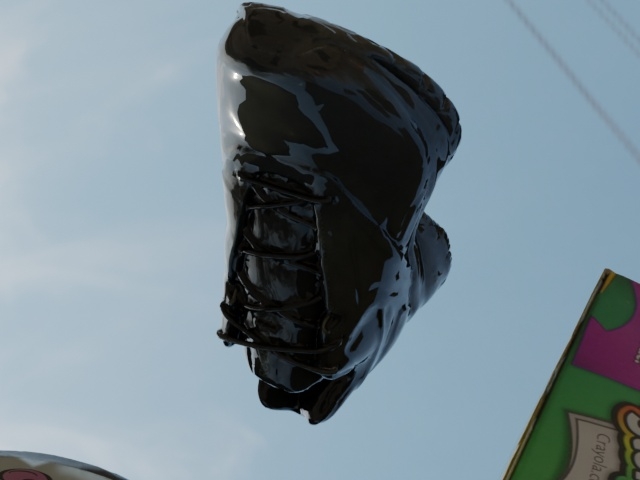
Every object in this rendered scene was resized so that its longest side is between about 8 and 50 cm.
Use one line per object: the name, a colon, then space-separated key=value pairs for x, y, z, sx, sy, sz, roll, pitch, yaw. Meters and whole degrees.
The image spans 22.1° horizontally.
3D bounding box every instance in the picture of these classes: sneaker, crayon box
sneaker: x=0.000 y=0.000 z=0.790 sx=0.109 sy=0.286 sz=0.130 roll=19 pitch=-115 yaw=22
crayon box: x=0.082 y=0.236 z=0.770 sx=0.106 sy=0.313 sz=0.363 roll=23 pitch=-145 yaw=10

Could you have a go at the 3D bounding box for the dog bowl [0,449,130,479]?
dog bowl: x=-0.200 y=0.333 z=0.941 sx=0.408 sy=0.408 sz=0.150 roll=-21 pitch=-179 yaw=2
